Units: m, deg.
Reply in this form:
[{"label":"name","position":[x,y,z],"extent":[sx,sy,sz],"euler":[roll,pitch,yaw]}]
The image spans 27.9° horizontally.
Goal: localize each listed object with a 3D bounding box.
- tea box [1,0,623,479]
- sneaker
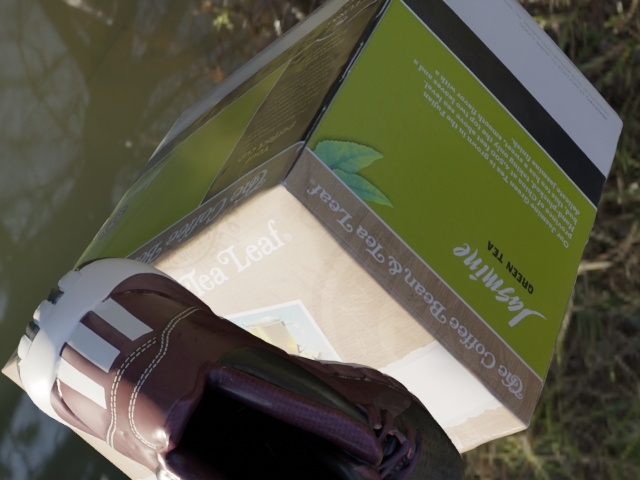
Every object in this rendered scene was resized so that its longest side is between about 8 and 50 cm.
[{"label":"tea box","position":[0.000,0.000,0.930],"extent":[0.220,0.323,0.329],"euler":[45,135,-16]},{"label":"sneaker","position":[0.004,0.112,0.588],"extent":[0.281,0.162,0.106],"euler":[29,89,-40]}]
